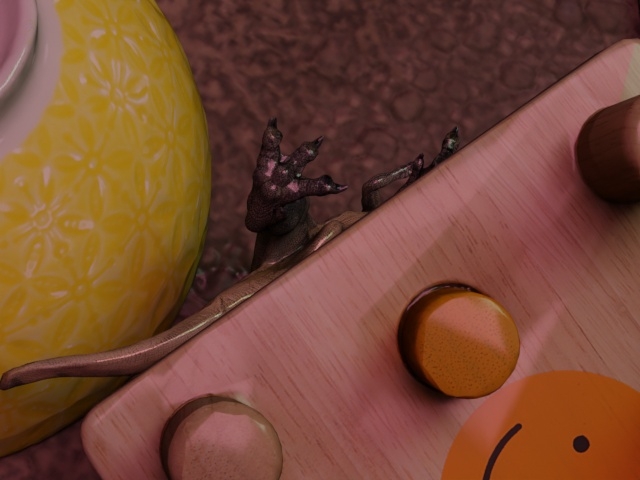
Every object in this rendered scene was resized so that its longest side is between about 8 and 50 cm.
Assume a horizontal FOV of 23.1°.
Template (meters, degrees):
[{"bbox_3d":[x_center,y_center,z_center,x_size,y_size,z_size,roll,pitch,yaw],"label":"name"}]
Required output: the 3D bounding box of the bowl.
[{"bbox_3d":[-0.179,-0.060,0.657,0.289,0.156,0.289,5,65,-11],"label":"bowl"}]

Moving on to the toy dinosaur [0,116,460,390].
[{"bbox_3d":[0.000,0.000,0.660,0.268,0.118,0.064,-19,67,-40],"label":"toy dinosaur"}]

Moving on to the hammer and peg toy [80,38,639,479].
[{"bbox_3d":[0.111,0.143,0.562,0.266,0.127,0.361,-34,92,-9],"label":"hammer and peg toy"}]
